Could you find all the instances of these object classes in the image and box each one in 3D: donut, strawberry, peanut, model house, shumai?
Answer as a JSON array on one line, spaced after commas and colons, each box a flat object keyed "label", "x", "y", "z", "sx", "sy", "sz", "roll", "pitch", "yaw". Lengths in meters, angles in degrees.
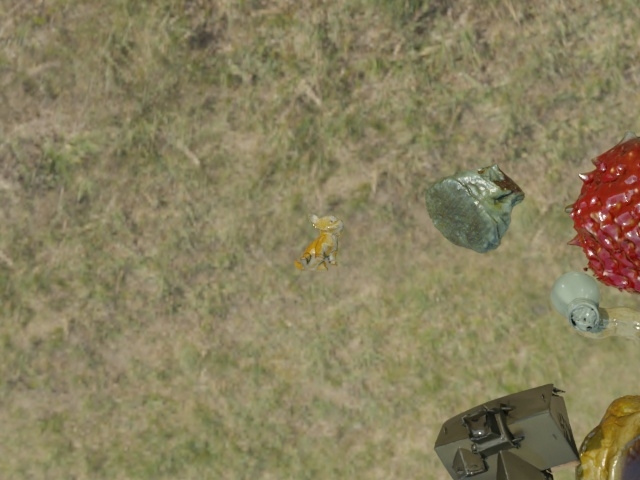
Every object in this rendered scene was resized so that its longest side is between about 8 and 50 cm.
[{"label": "donut", "x": 0.662, "y": 0.478, "z": 1.939, "sx": 0.160, "sy": 0.330, "sz": 0.330, "roll": 16, "pitch": 160, "yaw": 47}, {"label": "strawberry", "x": 0.546, "y": -0.010, "z": 1.371, "sx": 0.292, "sy": 0.343, "sz": 0.292, "roll": -6, "pitch": 117, "yaw": -12}, {"label": "peanut", "x": 0.647, "y": 0.182, "z": 2.012, "sx": 0.187, "sy": 0.082, "sz": 0.082, "roll": 0, "pitch": 142, "yaw": 23}, {"label": "model house", "x": 0.307, "y": 0.348, "z": 1.518, "sx": 0.211, "sy": 0.204, "sz": 0.243, "roll": -25, "pitch": 150, "yaw": 21}, {"label": "shumai", "x": 0.309, "y": -0.083, "z": 1.816, "sx": 0.184, "sy": 0.142, "sz": 0.184, "roll": 30, "pitch": 138, "yaw": 30}]

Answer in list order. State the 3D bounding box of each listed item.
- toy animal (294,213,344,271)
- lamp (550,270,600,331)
[{"label": "toy animal", "x": 0.000, "y": 0.000, "z": 1.298, "sx": 0.060, "sy": 0.083, "sz": 0.081, "roll": 25, "pitch": 146, "yaw": -34}, {"label": "lamp", "x": 0.542, "y": 0.130, "z": 1.921, "sx": 0.106, "sy": 0.193, "sz": 0.106, "roll": 2, "pitch": 103, "yaw": 9}]
